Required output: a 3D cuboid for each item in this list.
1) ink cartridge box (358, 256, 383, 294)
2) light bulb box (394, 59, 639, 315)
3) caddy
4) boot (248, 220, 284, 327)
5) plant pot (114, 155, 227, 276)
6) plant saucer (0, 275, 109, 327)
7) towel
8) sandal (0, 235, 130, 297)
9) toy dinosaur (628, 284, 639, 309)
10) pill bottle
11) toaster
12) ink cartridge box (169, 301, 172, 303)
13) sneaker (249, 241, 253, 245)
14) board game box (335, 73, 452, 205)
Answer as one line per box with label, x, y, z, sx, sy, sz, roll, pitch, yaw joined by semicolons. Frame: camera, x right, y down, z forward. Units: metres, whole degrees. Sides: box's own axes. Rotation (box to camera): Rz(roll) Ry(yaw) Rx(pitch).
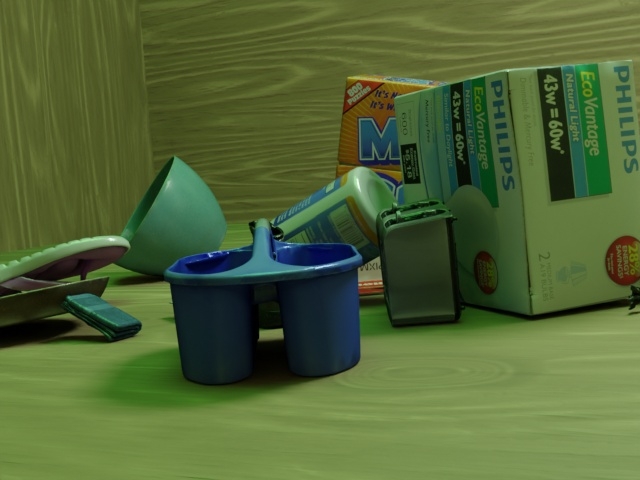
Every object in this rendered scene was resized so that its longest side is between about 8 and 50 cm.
ink cartridge box;0.109;0.054;1.798;0.296;0.066;0.261;-5;4;-1
light bulb box;0.309;-0.084;1.493;0.225;0.358;0.361;-9;4;-21
caddy;-0.068;0.061;1.190;0.241;0.179;0.341;-4;4;-2
boot;-0.090;0.044;1.509;0.083;0.161;0.246;-6;5;-17
plant pot;-0.338;-0.026;2.221;0.195;0.290;0.290;32;-6;-16
plant saucer;-0.500;0.113;1.550;0.310;0.050;0.310;-11;0;0
towel;-0.337;0.117;1.445;0.119;0.029;0.067;24;15;28
sandal;-0.563;0.094;1.820;0.416;0.102;0.169;-18;-9;-5
toy dinosaur;0.503;0.068;1.306;0.118;0.064;0.268;8;9;33
pill bottle;0.000;0.000;1.628;0.272;0.152;0.152;-31;-7;25
toaster;0.147;0.036;1.399;0.110;0.185;0.168;-7;13;2
ink cartridge box;-0.204;0.116;1.563;0.063;0.029;0.115;-8;5;-30
sneaker;-0.080;0.009;2.396;0.222;0.083;0.118;-9;6;-34
board game box;0.236;-0.170;2.080;0.356;0.356;0.356;7;12;8
